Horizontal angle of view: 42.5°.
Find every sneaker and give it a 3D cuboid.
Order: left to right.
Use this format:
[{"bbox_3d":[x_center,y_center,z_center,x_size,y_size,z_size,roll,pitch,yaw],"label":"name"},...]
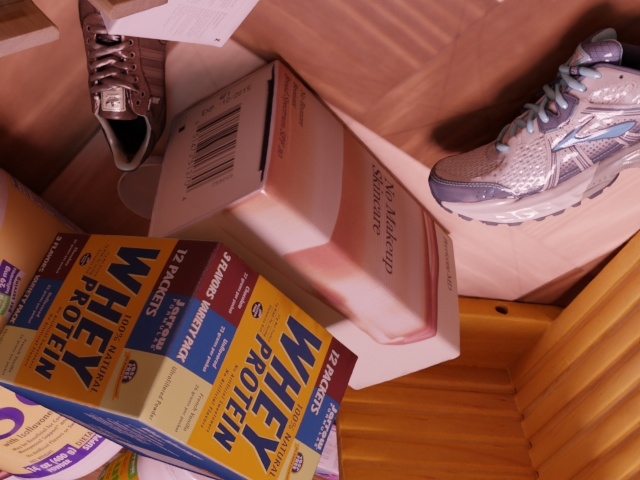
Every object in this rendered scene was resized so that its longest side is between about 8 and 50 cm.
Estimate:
[{"bbox_3d":[-0.152,-0.134,0.648,0.066,0.071,0.188,1,142,1],"label":"sneaker"},{"bbox_3d":[0.214,-0.108,0.671,0.283,0.110,0.122,-19,120,20],"label":"sneaker"}]

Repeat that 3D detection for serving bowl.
[{"bbox_3d":[-0.150,-0.053,0.786,0.083,0.027,0.083,1,141,1],"label":"serving bowl"}]

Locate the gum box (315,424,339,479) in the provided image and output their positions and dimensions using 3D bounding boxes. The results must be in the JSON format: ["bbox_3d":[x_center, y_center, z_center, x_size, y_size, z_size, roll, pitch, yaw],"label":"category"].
[{"bbox_3d":[-0.003,0.300,1.180,0.188,0.062,0.107,29,155,-31],"label":"gum box"}]

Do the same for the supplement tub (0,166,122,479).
[{"bbox_3d":[-0.325,0.062,0.766,0.241,0.241,0.331,-20,138,25],"label":"supplement tub"}]

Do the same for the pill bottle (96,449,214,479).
[{"bbox_3d":[-0.226,0.350,1.215,0.136,0.136,0.246,25,136,-27],"label":"pill bottle"}]

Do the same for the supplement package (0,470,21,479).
[{"bbox_3d":[-0.395,0.202,1.021,0.203,0.149,0.194,-30,133,32],"label":"supplement package"}]

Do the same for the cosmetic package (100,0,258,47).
[{"bbox_3d":[-0.049,-0.223,0.515,0.099,0.060,0.239,-3,153,-44],"label":"cosmetic package"}]

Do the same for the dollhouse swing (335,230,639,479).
[{"bbox_3d":[0.199,0.158,0.798,0.315,0.347,0.305,6,133,-8],"label":"dollhouse swing"}]

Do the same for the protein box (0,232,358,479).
[{"bbox_3d":[-0.118,0.103,0.672,0.201,0.136,0.200,3,151,39],"label":"protein box"}]

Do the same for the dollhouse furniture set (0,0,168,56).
[{"bbox_3d":[-0.198,-0.218,0.392,0.242,0.161,0.212,-30,155,-35],"label":"dollhouse furniture set"}]

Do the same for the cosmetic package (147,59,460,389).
[{"bbox_3d":[0.000,0.000,0.753,0.129,0.153,0.296,-22,137,29],"label":"cosmetic package"}]
